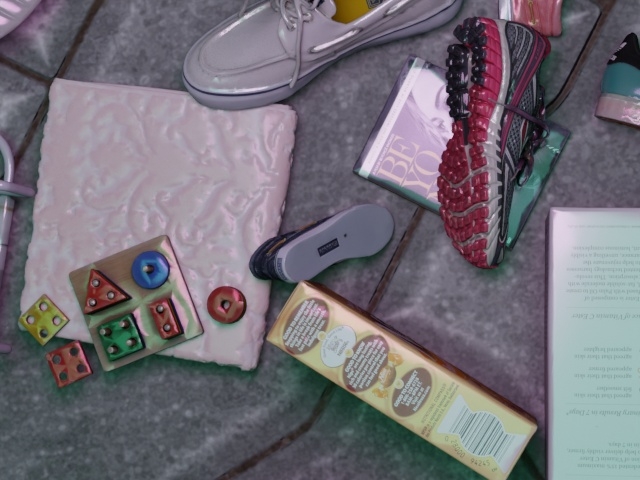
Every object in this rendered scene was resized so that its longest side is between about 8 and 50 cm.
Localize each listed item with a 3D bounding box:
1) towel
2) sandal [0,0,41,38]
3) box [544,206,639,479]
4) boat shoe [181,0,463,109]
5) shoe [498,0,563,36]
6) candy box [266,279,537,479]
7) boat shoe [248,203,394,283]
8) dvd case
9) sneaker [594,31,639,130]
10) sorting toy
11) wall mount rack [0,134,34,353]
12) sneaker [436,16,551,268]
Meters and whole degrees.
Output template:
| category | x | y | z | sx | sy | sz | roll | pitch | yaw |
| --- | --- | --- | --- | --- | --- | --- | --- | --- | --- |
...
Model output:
| category | x | y | z | sx | sy | sz | roll | pitch | yaw |
| --- | --- | --- | --- | --- | --- | --- | --- | --- | --- |
| towel | -0.204 | -0.023 | 1.941 | 0.317 | 0.053 | 0.332 | 8 | 88 | 8 |
| sandal | -0.390 | -0.377 | 1.964 | 0.416 | 0.102 | 0.169 | -45 | 98 | -10 |
| box | 0.369 | 0.137 | 1.806 | 0.215 | 0.168 | 0.345 | 1 | 87 | 7 |
| boat shoe | -0.005 | -0.277 | 1.859 | 0.367 | 0.156 | 0.136 | -19 | 65 | 3 |
| shoe | 0.256 | -0.333 | 1.898 | 0.081 | 0.063 | 0.178 | -2 | 92 | 5 |
| candy box | 0.100 | 0.164 | 1.829 | 0.316 | 0.183 | 0.087 | 32 | 91 | 7 |
| boat shoe | 0.000 | 0.000 | 1.896 | 0.183 | 0.083 | 0.065 | -23 | 105 | -35 |
| dvd case | 0.173 | -0.110 | 1.917 | 0.221 | 0.018 | 0.164 | 27 | 91 | 8 |
| sneaker | 0.484 | -0.168 | 1.837 | 0.302 | 0.108 | 0.121 | 14 | 93 | 9 |
| sorting toy | -0.236 | 0.079 | 1.890 | 0.274 | 0.046 | 0.132 | -22 | 84 | 6 |
| wall mount rack | -0.518 | 0.017 | 1.941 | 0.304 | 0.130 | 0.350 | 6 | 87 | 19 |
| sneaker | 0.216 | -0.113 | 1.850 | 0.112 | 0.121 | 0.299 | 3 | 96 | -24 |
